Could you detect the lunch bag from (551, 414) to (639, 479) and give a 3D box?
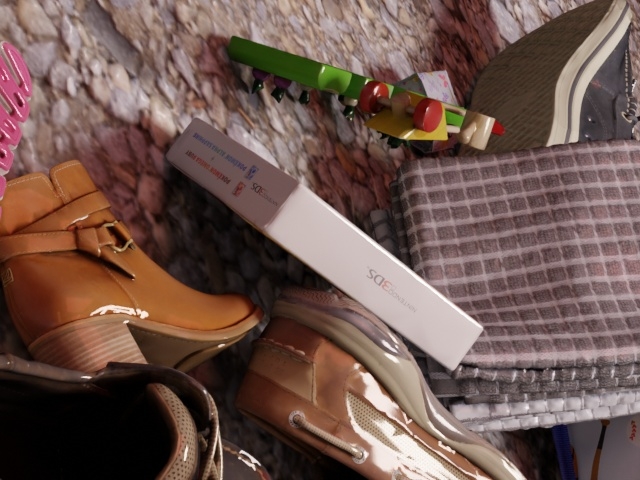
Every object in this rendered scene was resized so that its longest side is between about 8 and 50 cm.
[{"bbox_3d":[0.393,0.231,1.213,0.328,0.239,0.386,26,54,-47],"label":"lunch bag"}]

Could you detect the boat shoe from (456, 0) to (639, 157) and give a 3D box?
[{"bbox_3d":[0.276,-0.130,1.399,0.156,0.186,0.500,54,36,-21],"label":"boat shoe"}]

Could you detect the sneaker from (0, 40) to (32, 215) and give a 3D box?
[{"bbox_3d":[-0.225,-0.037,0.696,0.063,0.074,0.170,47,52,-54],"label":"sneaker"}]

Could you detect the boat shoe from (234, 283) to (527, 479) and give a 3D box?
[{"bbox_3d":[0.050,0.171,0.890,0.324,0.123,0.116,47,66,-25],"label":"boat shoe"}]

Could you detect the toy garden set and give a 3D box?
[{"bbox_3d":[0.062,-0.115,1.099,0.244,0.203,0.049,7,104,-53],"label":"toy garden set"}]

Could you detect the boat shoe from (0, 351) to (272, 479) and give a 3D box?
[{"bbox_3d":[-0.109,0.135,0.625,0.355,0.130,0.132,21,49,-58],"label":"boat shoe"}]

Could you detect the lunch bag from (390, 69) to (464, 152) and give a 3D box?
[{"bbox_3d":[0.117,-0.135,1.284,0.071,0.053,0.083,-16,87,-57],"label":"lunch bag"}]

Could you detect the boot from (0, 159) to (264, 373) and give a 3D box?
[{"bbox_3d":[-0.125,0.017,0.784,0.152,0.073,0.197,60,28,7],"label":"boot"}]

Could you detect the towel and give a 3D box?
[{"bbox_3d":[0.200,0.033,1.061,0.283,0.121,0.235,-4,61,-10],"label":"towel"}]

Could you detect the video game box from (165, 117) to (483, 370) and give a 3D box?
[{"bbox_3d":[0.000,0.000,0.905,0.205,0.048,0.187,37,1,-34],"label":"video game box"}]
